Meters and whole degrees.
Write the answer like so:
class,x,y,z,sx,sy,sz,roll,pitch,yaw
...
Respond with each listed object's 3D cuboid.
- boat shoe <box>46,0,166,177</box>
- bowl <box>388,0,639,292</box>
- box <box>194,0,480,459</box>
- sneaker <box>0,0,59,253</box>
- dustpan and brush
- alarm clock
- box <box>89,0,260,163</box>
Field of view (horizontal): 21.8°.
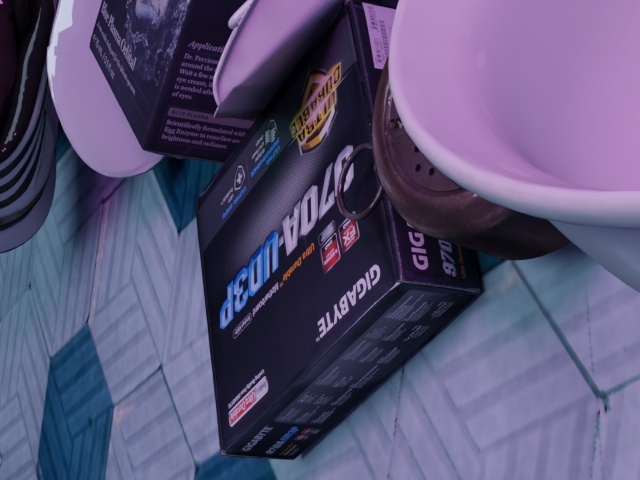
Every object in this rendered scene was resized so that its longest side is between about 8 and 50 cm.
class,x,y,z,sx,sy,sz,roll,pitch,yaw
boat shoe,-0.145,-0.195,1.224,0.102,0.108,0.301,6,-103,-84
bowl,0.177,-0.068,0.427,0.298,0.134,0.298,-29,28,17
box,0.000,0.000,0.925,0.220,0.051,0.175,-47,43,49
sneaker,-0.262,-0.236,1.332,0.257,0.169,0.447,128,138,-65
dustpan and brush,0.008,-0.164,0.916,0.211,0.060,0.147,-45,-3,11
alarm clock,0.067,-0.053,0.755,0.192,0.064,0.129,-29,57,46
box,-0.071,-0.153,1.061,0.156,0.093,0.158,57,132,53
